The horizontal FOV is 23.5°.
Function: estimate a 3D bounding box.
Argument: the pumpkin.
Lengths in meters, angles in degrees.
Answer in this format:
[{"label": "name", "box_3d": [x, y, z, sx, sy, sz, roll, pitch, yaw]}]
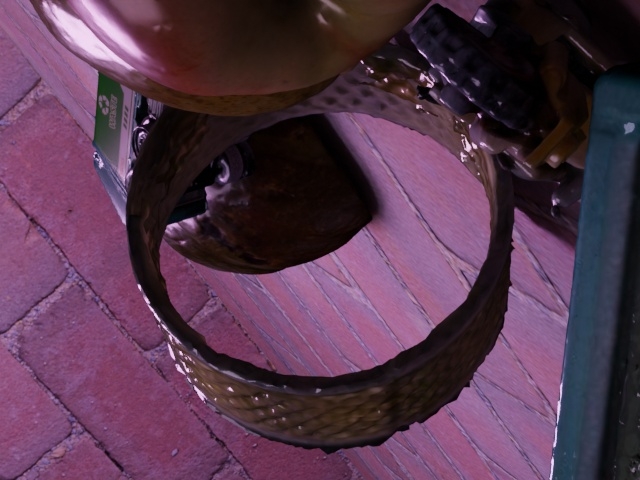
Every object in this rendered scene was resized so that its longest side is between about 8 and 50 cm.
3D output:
[{"label": "pumpkin", "box_3d": [-0.069, -0.044, 1.459, 0.148, 0.169, 0.312, 40, 168, 51]}]

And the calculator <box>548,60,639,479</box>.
[{"label": "calculator", "box_3d": [0.196, 0.067, 0.596, 0.274, 0.058, 0.248, 20, 111, 49]}]

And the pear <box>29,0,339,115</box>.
[{"label": "pear", "box_3d": [-0.077, -0.179, 0.903, 0.228, 0.188, 0.211, 28, 167, 20]}]

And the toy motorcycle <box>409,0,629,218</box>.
[{"label": "toy motorcycle", "box_3d": [0.115, -0.069, 0.753, 0.130, 0.094, 0.229, 46, -164, 6]}]

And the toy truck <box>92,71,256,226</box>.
[{"label": "toy truck", "box_3d": [-0.126, -0.121, 1.314, 0.124, 0.114, 0.253, 38, 134, 36]}]

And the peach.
[{"label": "peach", "box_3d": [-0.030, -0.187, 0.703, 0.232, 0.232, 0.232, 46, 170, 11]}]

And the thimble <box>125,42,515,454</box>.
[{"label": "thimble", "box_3d": [0.000, 0.000, 1.071, 0.271, 0.271, 0.150, 45, 169, 17]}]
